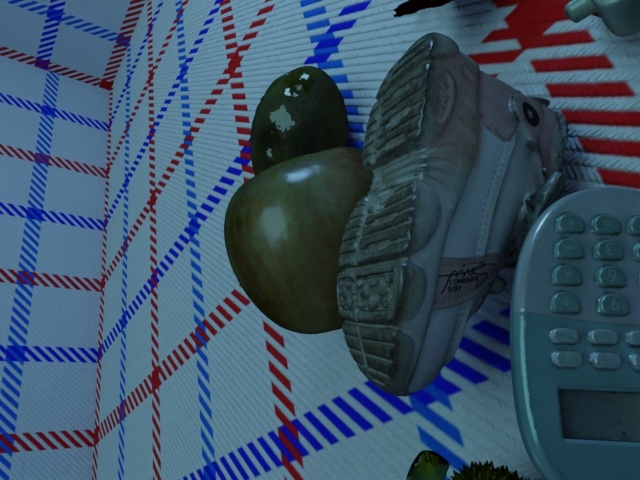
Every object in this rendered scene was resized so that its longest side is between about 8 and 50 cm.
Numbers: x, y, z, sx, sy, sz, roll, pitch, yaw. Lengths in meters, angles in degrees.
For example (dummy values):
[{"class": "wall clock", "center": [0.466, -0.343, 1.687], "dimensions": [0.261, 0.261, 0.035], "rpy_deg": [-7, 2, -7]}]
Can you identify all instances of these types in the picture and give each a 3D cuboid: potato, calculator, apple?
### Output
[{"class": "potato", "center": [-0.040, -0.181, 0.847], "dimensions": [0.235, 0.160, 0.178], "rpy_deg": [-65, 24, 19]}, {"class": "calculator", "center": [0.238, 0.098, 0.372], "dimensions": [0.042, 0.183, 0.295], "rpy_deg": [87, -174, -73]}, {"class": "apple", "center": [0.000, 0.000, 0.674], "dimensions": [0.256, 0.256, 0.234], "rpy_deg": [-22, 92, 50]}]

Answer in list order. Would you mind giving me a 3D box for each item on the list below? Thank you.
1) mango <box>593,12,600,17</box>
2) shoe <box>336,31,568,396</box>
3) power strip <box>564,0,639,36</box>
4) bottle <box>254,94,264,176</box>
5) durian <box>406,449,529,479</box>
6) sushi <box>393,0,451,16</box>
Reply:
[{"class": "mango", "center": [0.300, -0.249, 0.477], "dimensions": [0.089, 0.046, 0.060], "rpy_deg": [29, 99, 52]}, {"class": "shoe", "center": [0.142, -0.014, 0.491], "dimensions": [0.172, 0.198, 0.351], "rpy_deg": [-163, 84, -75]}, {"class": "power strip", "center": [0.364, -0.294, 0.346], "dimensions": [0.385, 0.062, 0.091], "rpy_deg": [-32, 58, 37]}, {"class": "bottle", "center": [-0.090, -0.177, 0.981], "dimensions": [0.096, 0.079, 0.254], "rpy_deg": [-21, 63, 45]}, {"class": "durian", "center": [0.159, 0.271, 0.396], "dimensions": [0.159, 0.198, 0.146], "rpy_deg": [4, 74, 49]}, {"class": "sushi", "center": [0.159, -0.421, 0.643], "dimensions": [0.179, 0.166, 0.297], "rpy_deg": [-5, 84, 34]}]
